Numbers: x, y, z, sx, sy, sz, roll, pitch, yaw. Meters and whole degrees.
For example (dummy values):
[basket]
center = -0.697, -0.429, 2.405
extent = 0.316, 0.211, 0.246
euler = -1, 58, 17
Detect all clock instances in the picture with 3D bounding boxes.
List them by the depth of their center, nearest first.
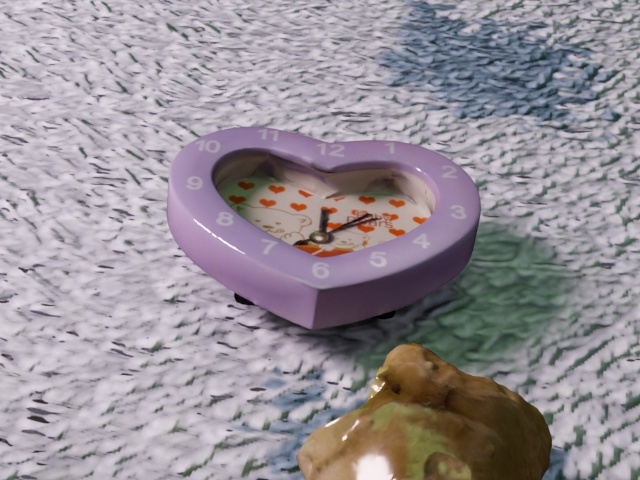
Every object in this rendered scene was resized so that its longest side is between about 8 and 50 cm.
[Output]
[clock]
center = 0.000, 0.000, 0.770
extent = 0.198, 0.064, 0.172
euler = 5, 37, -1

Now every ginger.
[ginger]
center = 0.066, 0.172, 0.547
extent = 0.131, 0.086, 0.294
euler = 8, 43, -20
